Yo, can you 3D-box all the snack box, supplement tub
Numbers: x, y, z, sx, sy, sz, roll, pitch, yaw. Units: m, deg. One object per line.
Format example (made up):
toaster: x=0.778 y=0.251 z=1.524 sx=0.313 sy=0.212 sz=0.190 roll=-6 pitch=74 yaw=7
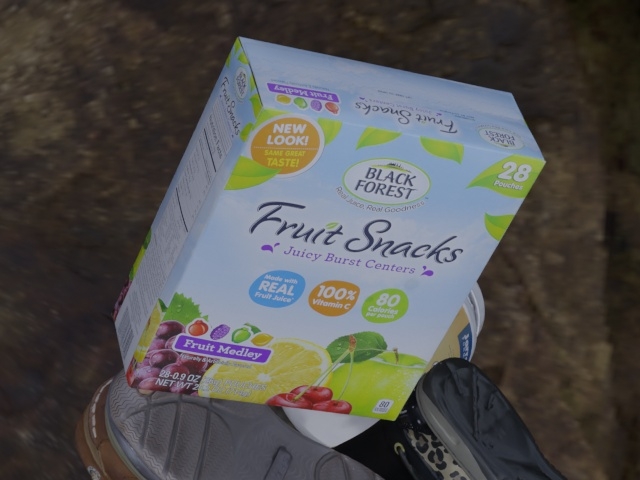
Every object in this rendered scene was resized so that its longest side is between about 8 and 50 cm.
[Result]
snack box: x=0.000 y=0.000 z=1.097 sx=0.174 sy=0.070 sz=0.207 roll=9 pitch=127 yaw=-25
supplement tub: x=0.060 y=0.100 z=1.849 sx=0.144 sy=0.144 sz=0.199 roll=60 pitch=38 yaw=-10

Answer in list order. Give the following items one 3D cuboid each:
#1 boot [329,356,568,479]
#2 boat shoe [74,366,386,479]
boot: x=0.099 y=0.217 z=1.412 sx=0.085 sy=0.178 sz=0.236 roll=-29 pitch=86 yaw=-50
boat shoe: x=-0.033 y=0.198 z=1.342 sx=0.324 sy=0.116 sz=0.123 roll=45 pitch=51 yaw=-14
